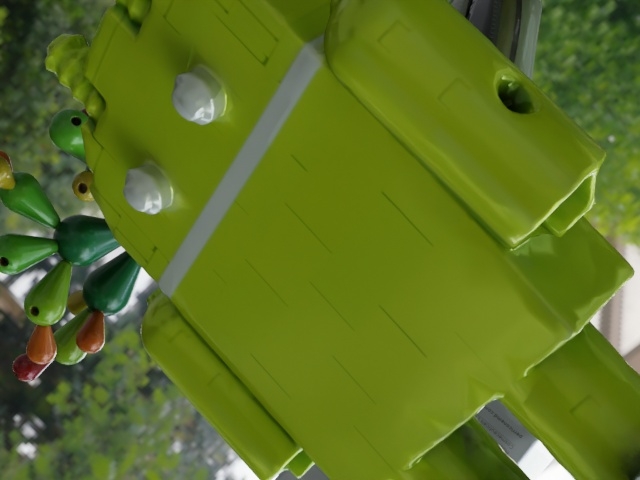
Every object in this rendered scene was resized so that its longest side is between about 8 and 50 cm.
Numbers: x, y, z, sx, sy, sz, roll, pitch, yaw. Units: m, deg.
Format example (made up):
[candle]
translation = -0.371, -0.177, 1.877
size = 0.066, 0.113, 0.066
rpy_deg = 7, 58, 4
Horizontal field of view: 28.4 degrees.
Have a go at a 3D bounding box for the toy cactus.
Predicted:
[toy cactus]
translation = -0.157, -0.005, 0.919
size = 0.180, 0.219, 0.112
rpy_deg = -13, -150, -30

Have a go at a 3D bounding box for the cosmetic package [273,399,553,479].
[cosmetic package]
translation = 0.029, 0.265, 1.094
size = 0.365, 0.155, 0.197
rpy_deg = -51, 161, -1

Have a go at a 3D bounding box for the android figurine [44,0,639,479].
[android figurine]
translation = 0.000, 0.000, 0.471
size = 0.056, 0.273, 0.248
rpy_deg = -39, 174, -38

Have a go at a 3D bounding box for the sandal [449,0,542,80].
[sandal]
translation = 0.083, 0.004, 0.663
size = 0.120, 0.086, 0.303
rpy_deg = -3, -110, 64
